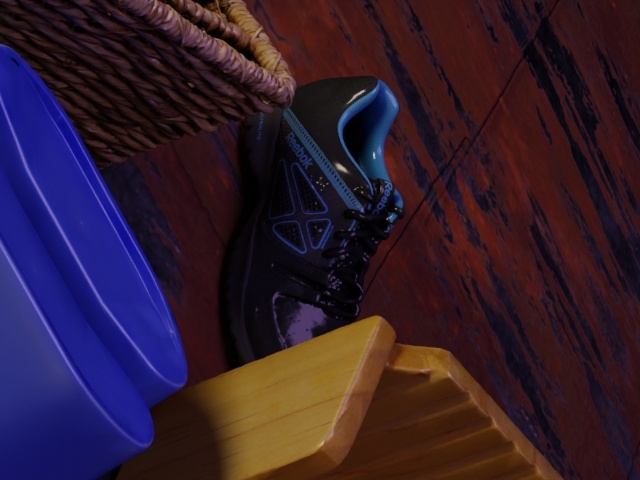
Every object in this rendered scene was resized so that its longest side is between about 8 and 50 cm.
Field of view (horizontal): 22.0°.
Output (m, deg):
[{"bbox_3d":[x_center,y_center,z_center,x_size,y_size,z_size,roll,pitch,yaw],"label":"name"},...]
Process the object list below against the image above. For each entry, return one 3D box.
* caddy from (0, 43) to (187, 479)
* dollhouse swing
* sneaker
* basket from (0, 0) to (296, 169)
[{"bbox_3d":[-0.239,0.034,1.103,0.341,0.179,0.241,63,13,-10],"label":"caddy"},{"bbox_3d":[0.019,0.310,1.299,0.347,0.315,0.305,48,30,-36],"label":"dollhouse swing"},{"bbox_3d":[0.000,0.000,1.505,0.125,0.139,0.341,27,57,-51],"label":"sneaker"},{"bbox_3d":[-0.178,-0.215,1.249,0.299,0.223,0.213,28,55,-47],"label":"basket"}]
